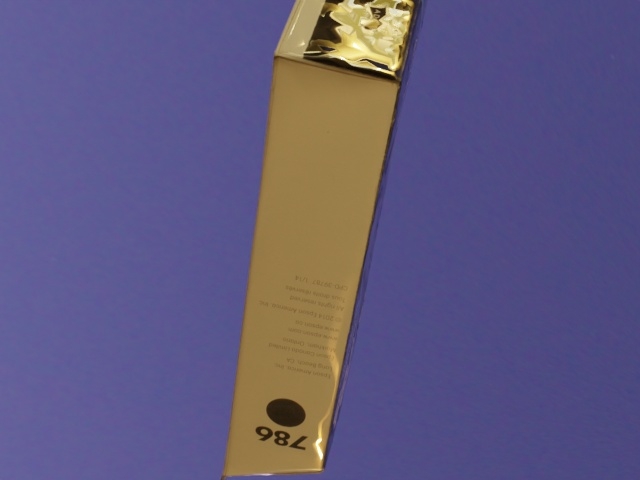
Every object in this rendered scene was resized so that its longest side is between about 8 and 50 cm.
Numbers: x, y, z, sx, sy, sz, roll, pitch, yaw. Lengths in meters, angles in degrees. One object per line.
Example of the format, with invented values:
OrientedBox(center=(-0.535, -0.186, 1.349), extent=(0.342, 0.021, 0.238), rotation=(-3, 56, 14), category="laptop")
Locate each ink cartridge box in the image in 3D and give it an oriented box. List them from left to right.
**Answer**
OrientedBox(center=(0.000, 0.000, 0.721), extent=(0.065, 0.333, 0.165), rotation=(13, -138, 2), category="ink cartridge box")
